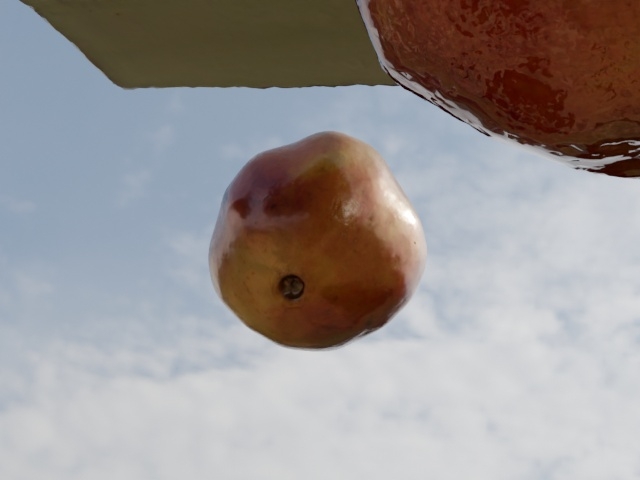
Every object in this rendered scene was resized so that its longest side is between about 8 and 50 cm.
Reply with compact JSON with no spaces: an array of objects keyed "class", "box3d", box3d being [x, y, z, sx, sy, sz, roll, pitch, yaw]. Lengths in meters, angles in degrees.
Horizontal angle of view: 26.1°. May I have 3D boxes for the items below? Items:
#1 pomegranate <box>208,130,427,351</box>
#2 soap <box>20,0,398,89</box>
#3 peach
[{"class":"pomegranate","box3d":[0.000,0.004,1.303,0.209,0.209,0.209,8,-27,4]},{"class":"soap","box3d":[0.012,-0.287,1.034,0.435,0.350,0.213,4,-32,31]},{"class":"peach","box3d":[0.129,-0.137,0.602,0.243,0.199,0.243,2,-72,5]}]
